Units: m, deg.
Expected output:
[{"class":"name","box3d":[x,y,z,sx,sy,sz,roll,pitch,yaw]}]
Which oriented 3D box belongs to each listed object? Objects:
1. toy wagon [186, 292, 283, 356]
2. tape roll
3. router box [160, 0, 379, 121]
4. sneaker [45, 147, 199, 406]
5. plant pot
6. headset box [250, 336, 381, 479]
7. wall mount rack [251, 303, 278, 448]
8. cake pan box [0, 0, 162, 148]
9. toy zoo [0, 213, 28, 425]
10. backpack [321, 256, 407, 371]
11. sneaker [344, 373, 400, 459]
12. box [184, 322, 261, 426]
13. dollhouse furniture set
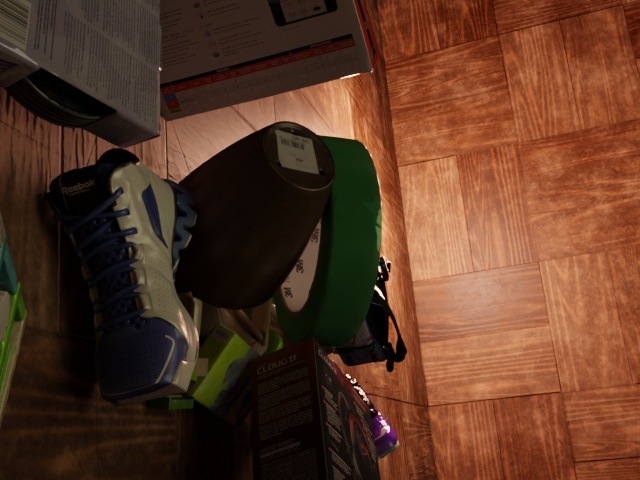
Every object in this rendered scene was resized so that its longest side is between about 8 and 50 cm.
[{"class":"toy wagon","box3d":[-0.135,0.033,1.238,0.267,0.068,0.344,61,24,-50]},{"class":"tape roll","box3d":[0.000,0.000,1.145,0.321,0.077,0.321,-175,-90,-73]},{"class":"router box","box3d":[-0.118,-0.350,1.041,0.082,0.335,0.301,-73,149,-56]},{"class":"sneaker","box3d":[-0.234,0.017,0.837,0.182,0.127,0.316,53,24,-50]},{"class":"plant pot","box3d":[-0.086,-0.052,1.012,0.215,0.230,0.215,19,50,-25]},{"class":"headset box","box3d":[-0.001,0.299,1.052,0.293,0.110,0.218,-97,160,-46]},{"class":"wall mount rack","box3d":[-0.025,0.294,1.369,0.350,0.130,0.304,63,26,-45]},{"class":"cake pan box","box3d":[-0.281,-0.260,0.833,0.245,0.070,0.267,24,55,-54]},{"class":"toy zoo","box3d":[-0.266,0.079,0.547,0.293,0.030,0.192,115,-20,-58]},{"class":"backpack","box3d":[0.053,0.117,1.579,0.263,0.213,0.277,70,11,-56]},{"class":"sneaker","box3d":[0.068,0.363,1.568,0.146,0.102,0.293,67,-12,-10]},{"class":"box","box3d":[-0.132,0.205,1.096,0.109,0.042,0.178,-56,149,-14]},{"class":"dollhouse furniture set","box3d":[-0.187,0.145,0.978,0.058,0.076,0.152,24,67,-68]}]
